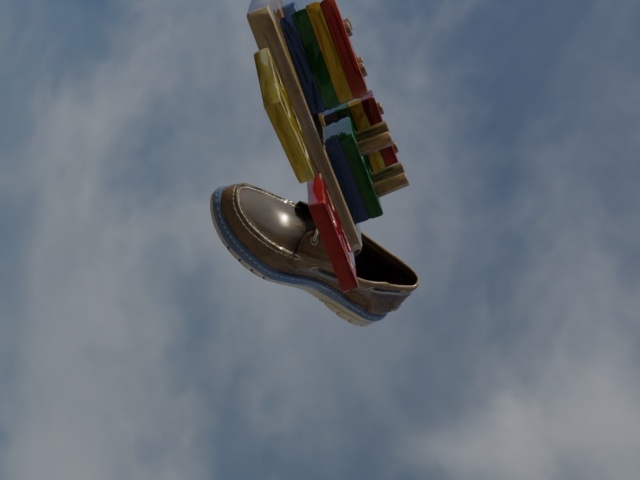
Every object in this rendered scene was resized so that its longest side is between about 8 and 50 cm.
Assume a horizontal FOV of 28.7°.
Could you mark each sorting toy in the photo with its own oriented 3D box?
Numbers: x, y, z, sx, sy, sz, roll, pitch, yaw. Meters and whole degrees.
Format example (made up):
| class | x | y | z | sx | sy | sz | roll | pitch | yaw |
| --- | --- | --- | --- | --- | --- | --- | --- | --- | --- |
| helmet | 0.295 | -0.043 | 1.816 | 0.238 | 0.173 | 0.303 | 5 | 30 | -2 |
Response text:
| class | x | y | z | sx | sy | sz | roll | pitch | yaw |
| --- | --- | --- | --- | --- | --- | --- | --- | --- | --- |
| sorting toy | 0.007 | -0.074 | 0.672 | 0.274 | 0.046 | 0.132 | -91 | 160 | -73 |

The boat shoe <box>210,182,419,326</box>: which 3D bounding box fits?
| class | x | y | z | sx | sy | sz | roll | pitch | yaw |
| --- | --- | --- | --- | --- | --- | --- | --- | --- | --- |
| boat shoe | 0.000 | 0.000 | 0.923 | 0.066 | 0.183 | 0.066 | -31 | -133 | 33 |
